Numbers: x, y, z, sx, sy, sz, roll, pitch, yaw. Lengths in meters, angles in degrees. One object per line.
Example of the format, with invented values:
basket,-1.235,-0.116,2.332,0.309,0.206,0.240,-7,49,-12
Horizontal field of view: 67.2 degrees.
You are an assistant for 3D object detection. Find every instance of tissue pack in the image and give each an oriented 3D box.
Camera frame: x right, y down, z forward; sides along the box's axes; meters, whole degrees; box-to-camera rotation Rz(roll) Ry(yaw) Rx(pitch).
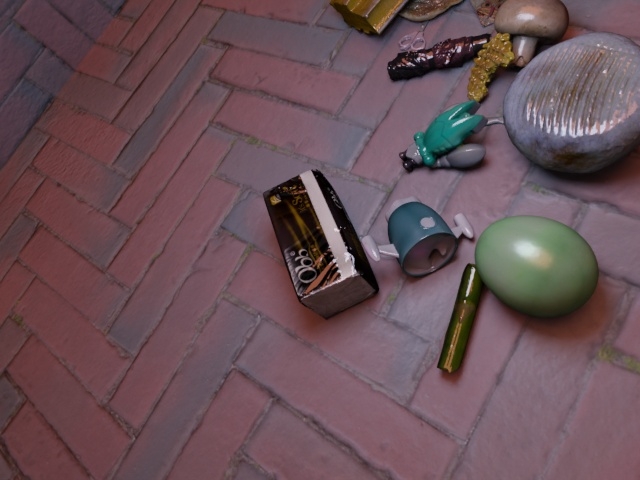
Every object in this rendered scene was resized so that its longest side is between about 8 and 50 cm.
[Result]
tissue pack,0.000,0.000,1.345,0.198,0.210,0.370,-29,59,13

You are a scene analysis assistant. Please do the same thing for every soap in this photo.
soap,0.206,-0.858,1.643,0.281,0.143,0.259,-47,44,5

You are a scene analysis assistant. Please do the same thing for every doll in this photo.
doll,0.356,-0.301,1.377,0.258,0.153,0.195,0,85,41

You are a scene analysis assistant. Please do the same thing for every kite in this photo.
kite,0.574,-0.793,1.546,0.229,0.012,0.250,28,84,20

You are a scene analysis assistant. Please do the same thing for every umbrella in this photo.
umbrella,0.369,-0.575,1.508,0.325,0.094,0.091,-8,92,21

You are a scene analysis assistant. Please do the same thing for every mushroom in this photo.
mushroom,0.593,-0.595,1.378,0.204,0.204,0.205,-9,64,20

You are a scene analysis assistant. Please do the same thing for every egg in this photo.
egg,0.486,0.055,1.102,0.269,0.220,0.220,31,82,42

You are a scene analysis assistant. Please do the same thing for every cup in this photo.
cup,0.253,-0.022,1.277,0.299,0.168,0.173,-13,49,-12

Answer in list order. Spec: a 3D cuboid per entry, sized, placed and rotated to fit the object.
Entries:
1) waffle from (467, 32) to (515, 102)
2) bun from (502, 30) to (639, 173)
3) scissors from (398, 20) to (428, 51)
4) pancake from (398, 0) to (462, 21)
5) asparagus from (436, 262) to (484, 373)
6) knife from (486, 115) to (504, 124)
waffle,0.487,-0.494,1.382,0.051,0.194,0.149,7,70,-17
bun,0.645,-0.328,1.194,0.361,0.211,0.362,-21,55,33
scissors,0.339,-0.713,1.629,0.100,0.015,0.189,26,78,29
pancake,0.378,-0.865,1.655,0.282,0.049,0.283,-10,61,18
asparagus,0.351,0.192,1.191,0.059,0.067,0.278,20,79,1
knife,0.526,-0.346,1.383,0.210,0.015,0.028,-2,60,22
